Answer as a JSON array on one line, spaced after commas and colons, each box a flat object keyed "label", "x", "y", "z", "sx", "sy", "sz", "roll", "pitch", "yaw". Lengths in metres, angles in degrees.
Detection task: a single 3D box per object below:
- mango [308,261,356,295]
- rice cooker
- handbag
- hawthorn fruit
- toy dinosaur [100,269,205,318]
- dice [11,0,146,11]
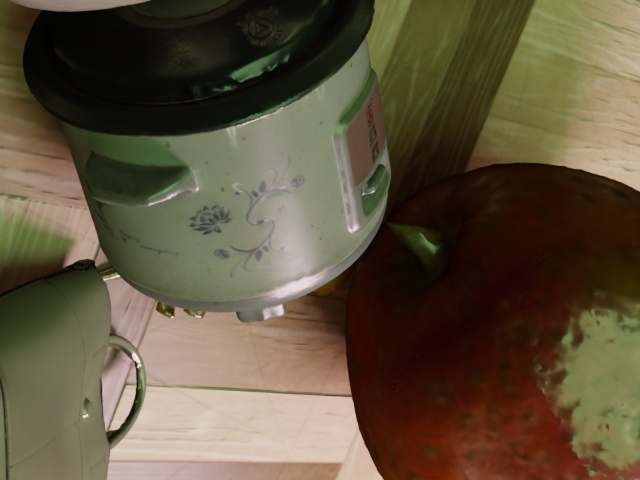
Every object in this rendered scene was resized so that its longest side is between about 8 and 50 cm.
[{"label": "mango", "x": 0.000, "y": 0.000, "z": 1.418, "sx": 0.079, "sy": 0.057, "sz": 0.114, "roll": -8, "pitch": 117, "yaw": -30}, {"label": "rice cooker", "x": -0.078, "y": -0.108, "z": 1.143, "sx": 0.317, "sy": 0.264, "sz": 0.316, "roll": -39, "pitch": 135, "yaw": -55}, {"label": "handbag", "x": -0.241, "y": 0.145, "z": 1.221, "sx": 0.315, "sy": 0.109, "sz": 0.241, "roll": -27, "pitch": 121, "yaw": -71}, {"label": "hawthorn fruit", "x": 0.190, "y": 0.097, "z": 1.430, "sx": 0.403, "sy": 0.403, "sz": 0.402, "roll": -21, "pitch": 127, "yaw": -31}, {"label": "toy dinosaur", "x": -0.121, "y": 0.008, "z": 1.336, "sx": 0.162, "sy": 0.039, "sz": 0.126, "roll": 24, "pitch": 97, "yaw": -39}, {"label": "dice", "x": -0.170, "y": -0.335, "z": 0.891, "sx": 0.277, "sy": 0.304, "sz": 0.304, "roll": -40, "pitch": 135, "yaw": -16}]
